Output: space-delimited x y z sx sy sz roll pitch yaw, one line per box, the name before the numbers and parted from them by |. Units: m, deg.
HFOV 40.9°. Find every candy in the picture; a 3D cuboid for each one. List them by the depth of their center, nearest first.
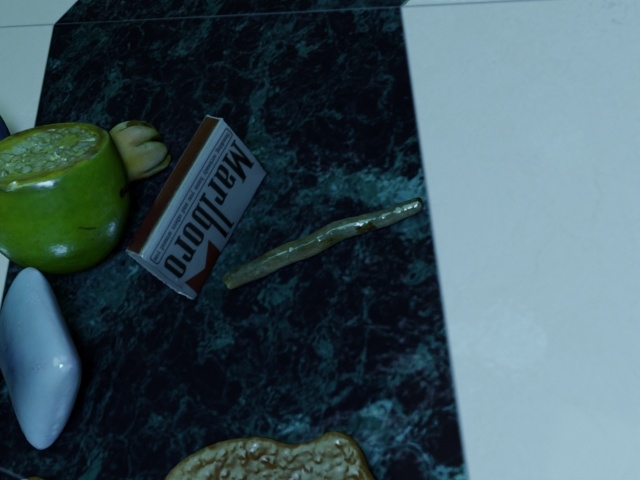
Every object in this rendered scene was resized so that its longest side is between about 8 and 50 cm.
candy | -0.321 0.132 0.976 0.174 0.071 0.138 52 129 41

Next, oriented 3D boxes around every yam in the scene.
yam | 0.000 0.001 0.912 0.234 0.029 0.027 -22 79 16

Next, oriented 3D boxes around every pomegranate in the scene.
pomegranate | -0.309 -0.057 1.062 0.190 0.159 0.240 1 35 20

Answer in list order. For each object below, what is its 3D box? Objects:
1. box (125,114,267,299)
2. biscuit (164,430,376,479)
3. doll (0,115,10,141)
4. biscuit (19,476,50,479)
box | -0.132 -0.035 0.954 0.036 0.115 0.177 18 72 31
biscuit | -0.041 0.292 0.718 0.258 0.049 0.272 -15 55 11
doll | -0.562 -0.095 1.237 0.228 0.154 0.258 44 96 9
biscuit | -0.243 0.403 0.774 0.432 0.064 0.283 32 80 41
